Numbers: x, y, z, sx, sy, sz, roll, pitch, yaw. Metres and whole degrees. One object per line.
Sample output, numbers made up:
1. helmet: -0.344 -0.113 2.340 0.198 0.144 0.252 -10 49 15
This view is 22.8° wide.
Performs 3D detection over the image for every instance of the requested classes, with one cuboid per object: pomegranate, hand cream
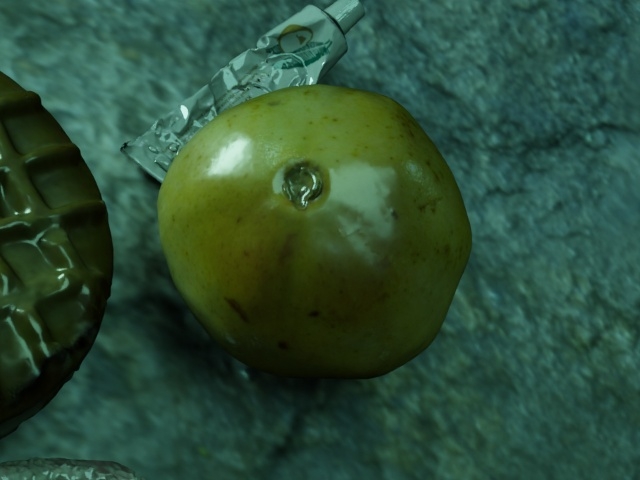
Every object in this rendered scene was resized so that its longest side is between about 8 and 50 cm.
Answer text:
1. pomegranate: 0.000 -0.004 1.150 0.233 0.233 0.233 13 58 -22
2. hand cream: -0.052 -0.122 1.296 0.084 0.050 0.257 43 61 0

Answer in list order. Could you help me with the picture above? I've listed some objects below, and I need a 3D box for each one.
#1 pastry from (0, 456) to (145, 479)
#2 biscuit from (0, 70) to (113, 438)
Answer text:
1. pastry: -0.223 0.192 0.994 0.265 0.103 0.112 -16 65 -36
2. biscuit: -0.290 -0.007 1.051 0.332 0.103 0.332 17 49 -21
